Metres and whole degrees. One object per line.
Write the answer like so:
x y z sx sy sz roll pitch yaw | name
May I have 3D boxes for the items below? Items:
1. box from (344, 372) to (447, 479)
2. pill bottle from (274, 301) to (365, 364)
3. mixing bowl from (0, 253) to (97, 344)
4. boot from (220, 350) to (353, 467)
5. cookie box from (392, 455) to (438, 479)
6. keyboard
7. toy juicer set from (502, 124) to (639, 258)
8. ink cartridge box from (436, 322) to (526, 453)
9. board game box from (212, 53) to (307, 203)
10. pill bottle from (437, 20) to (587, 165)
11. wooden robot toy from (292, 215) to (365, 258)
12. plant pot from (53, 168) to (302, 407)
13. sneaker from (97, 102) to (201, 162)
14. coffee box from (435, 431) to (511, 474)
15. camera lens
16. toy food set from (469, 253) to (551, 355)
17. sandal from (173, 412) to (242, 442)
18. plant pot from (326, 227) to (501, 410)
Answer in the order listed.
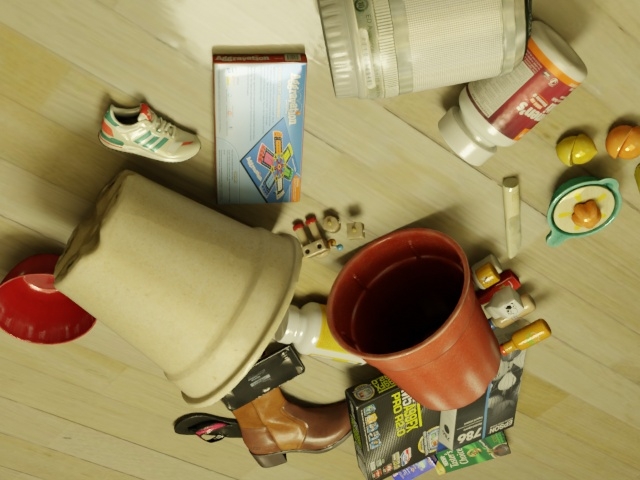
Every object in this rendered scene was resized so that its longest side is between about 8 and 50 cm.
0.173 0.380 2.000 0.216 0.060 0.270 -21 131 -14 | box
0.010 0.176 1.808 0.184 0.103 0.103 14 129 -21 | pill bottle
-0.481 0.089 1.651 0.181 0.098 0.181 -5 133 -5 | mixing bowl
-0.072 0.330 1.980 0.264 0.096 0.280 -18 121 10 | boot
0.200 0.497 2.154 0.107 0.040 0.092 -34 90 21 | cookie box
-0.130 0.264 1.882 0.180 0.023 0.108 -29 121 0 | keyboard
0.446 -0.080 1.644 0.329 0.089 0.209 -27 131 17 | toy juicer set
0.338 0.332 1.978 0.165 0.065 0.333 -17 130 -20 | ink cartridge box
-0.099 -0.173 1.512 0.145 0.027 0.281 -1 133 -6 | board game box
0.295 -0.224 1.461 0.121 0.121 0.221 27 124 -30 | pill bottle
0.000 0.000 1.683 0.173 0.076 0.079 -22 168 12 | wooden robot toy
-0.251 0.056 1.534 0.305 0.334 0.334 33 121 -21 | plant pot
-0.263 -0.172 1.466 0.161 0.057 0.075 10 137 -14 | sneaker
0.344 0.484 2.195 0.184 0.040 0.113 -18 133 9 | coffee box
0.137 -0.316 1.281 0.274 0.219 0.219 -11 134 1 | camera lens
0.335 0.120 1.800 0.104 0.111 0.232 -34 129 21 | toy food set
-0.227 0.413 2.037 0.179 0.040 0.067 8 132 -16 | sandal
0.191 0.164 1.713 0.272 0.272 0.265 -25 133 15 | plant pot
